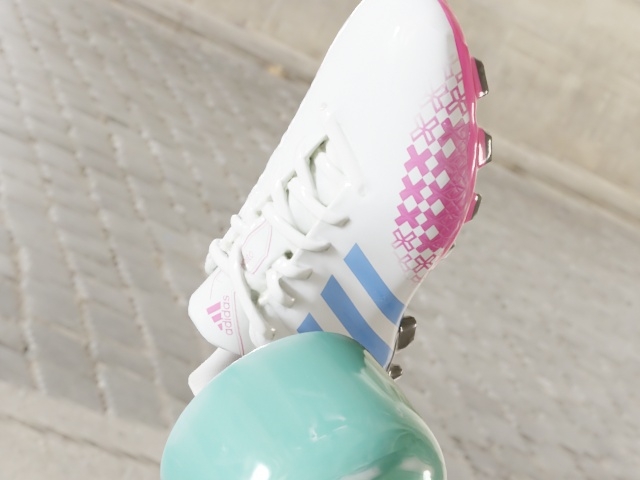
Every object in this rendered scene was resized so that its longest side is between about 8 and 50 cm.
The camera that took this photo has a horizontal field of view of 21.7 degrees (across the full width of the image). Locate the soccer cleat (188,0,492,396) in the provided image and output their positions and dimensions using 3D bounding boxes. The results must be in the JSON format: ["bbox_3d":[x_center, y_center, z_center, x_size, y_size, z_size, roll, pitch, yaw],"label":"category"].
[{"bbox_3d":[0.000,0.000,0.971,0.143,0.331,0.116,-15,51,-26],"label":"soccer cleat"}]

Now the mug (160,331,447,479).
[{"bbox_3d":[-0.005,0.136,0.842,0.129,0.157,0.097,-13,44,-31],"label":"mug"}]
